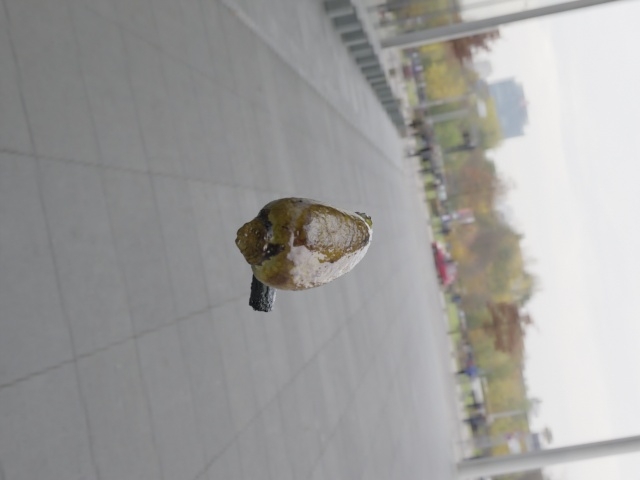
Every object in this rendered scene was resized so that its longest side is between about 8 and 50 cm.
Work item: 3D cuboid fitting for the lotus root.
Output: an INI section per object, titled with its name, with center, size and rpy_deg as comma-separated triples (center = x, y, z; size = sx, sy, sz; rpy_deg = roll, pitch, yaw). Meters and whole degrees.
[lotus root]
center = 0.000, 0.000, 1.236
size = 0.094, 0.190, 0.108
rpy_deg = 46, -53, 37

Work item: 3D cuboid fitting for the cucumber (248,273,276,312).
[cucumber]
center = -0.076, 0.038, 1.573
size = 0.039, 0.043, 0.163
rpy_deg = -46, 157, -46
